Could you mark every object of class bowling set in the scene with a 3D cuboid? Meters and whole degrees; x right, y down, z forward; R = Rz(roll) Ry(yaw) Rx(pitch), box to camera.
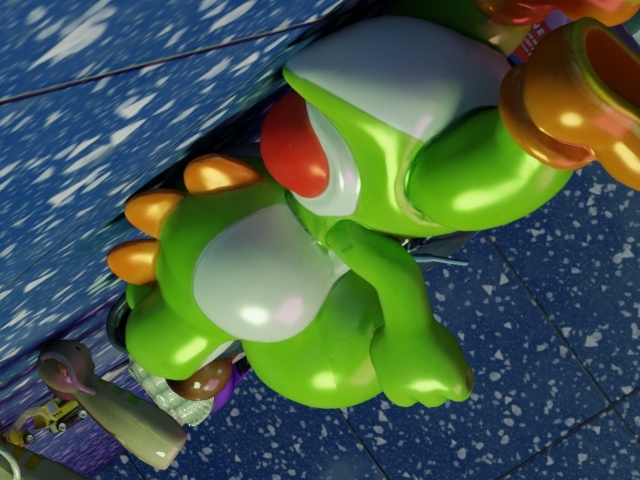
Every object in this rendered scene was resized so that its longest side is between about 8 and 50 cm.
[{"bbox_3d":[-0.179,0.129,1.392,0.200,0.154,0.287,-54,180,-15],"label":"bowling set"}]

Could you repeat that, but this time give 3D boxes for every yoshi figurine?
[{"bbox_3d":[0.048,-0.018,1.003,0.362,0.203,0.203,-35,-176,35],"label":"yoshi figurine"}]

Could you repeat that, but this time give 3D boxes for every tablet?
[{"bbox_3d":[-0.239,0.155,1.919,0.083,0.006,0.054,-38,175,24],"label":"tablet"}]

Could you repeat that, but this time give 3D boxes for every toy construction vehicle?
[{"bbox_3d":[-0.264,0.168,1.710,0.098,0.035,0.086,-31,-175,-30],"label":"toy construction vehicle"}]

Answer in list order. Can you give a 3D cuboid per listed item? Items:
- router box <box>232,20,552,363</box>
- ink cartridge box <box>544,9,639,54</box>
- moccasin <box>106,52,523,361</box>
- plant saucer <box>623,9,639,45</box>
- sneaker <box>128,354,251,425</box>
[{"bbox_3d":[0.027,-0.025,1.482,0.301,0.082,0.335,-34,176,-25],"label":"router box"},{"bbox_3d":[0.229,-0.154,1.522,0.060,0.104,0.180,-37,175,16],"label":"ink cartridge box"},{"bbox_3d":[0.000,0.000,1.181,0.342,0.138,0.117,-39,171,30],"label":"moccasin"},{"bbox_3d":[0.316,-0.218,1.980,0.317,0.044,0.317,-35,176,-3],"label":"plant saucer"},{"bbox_3d":[-0.112,0.106,1.842,0.146,0.102,0.293,-39,-178,-13],"label":"sneaker"}]
